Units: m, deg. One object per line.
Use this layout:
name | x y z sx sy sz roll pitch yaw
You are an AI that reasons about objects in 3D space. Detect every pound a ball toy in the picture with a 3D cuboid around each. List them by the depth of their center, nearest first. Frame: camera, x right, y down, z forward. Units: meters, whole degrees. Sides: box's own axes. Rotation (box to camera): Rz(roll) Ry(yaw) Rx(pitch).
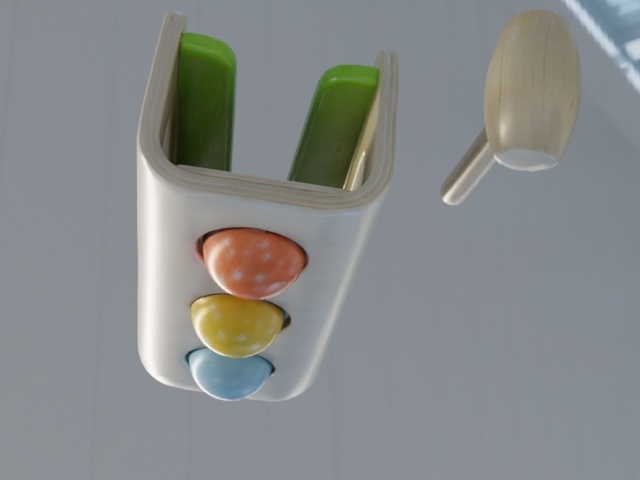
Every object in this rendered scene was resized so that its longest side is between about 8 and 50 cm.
pound a ball toy | 0.000 0.000 0.658 0.319 0.208 0.136 109 169 -62
